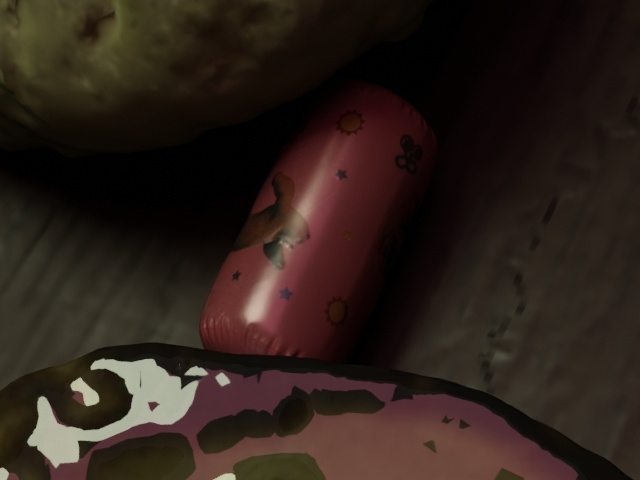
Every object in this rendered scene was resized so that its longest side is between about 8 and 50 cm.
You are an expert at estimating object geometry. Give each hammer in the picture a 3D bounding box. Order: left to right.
[{"bbox_3d":[0.000,0.000,0.383,0.043,0.043,0.083,16,68,20],"label":"hammer"}]

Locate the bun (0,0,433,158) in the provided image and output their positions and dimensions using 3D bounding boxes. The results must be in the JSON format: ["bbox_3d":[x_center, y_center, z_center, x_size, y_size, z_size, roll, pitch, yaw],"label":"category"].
[{"bbox_3d":[-0.063,-0.134,0.400,0.243,0.153,0.244,-11,55,17],"label":"bun"}]

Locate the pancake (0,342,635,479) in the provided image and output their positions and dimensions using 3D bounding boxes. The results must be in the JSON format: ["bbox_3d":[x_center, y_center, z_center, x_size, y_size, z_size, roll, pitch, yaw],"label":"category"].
[{"bbox_3d":[-0.027,0.157,0.296,0.294,0.049,0.295,-5,63,10],"label":"pancake"}]
